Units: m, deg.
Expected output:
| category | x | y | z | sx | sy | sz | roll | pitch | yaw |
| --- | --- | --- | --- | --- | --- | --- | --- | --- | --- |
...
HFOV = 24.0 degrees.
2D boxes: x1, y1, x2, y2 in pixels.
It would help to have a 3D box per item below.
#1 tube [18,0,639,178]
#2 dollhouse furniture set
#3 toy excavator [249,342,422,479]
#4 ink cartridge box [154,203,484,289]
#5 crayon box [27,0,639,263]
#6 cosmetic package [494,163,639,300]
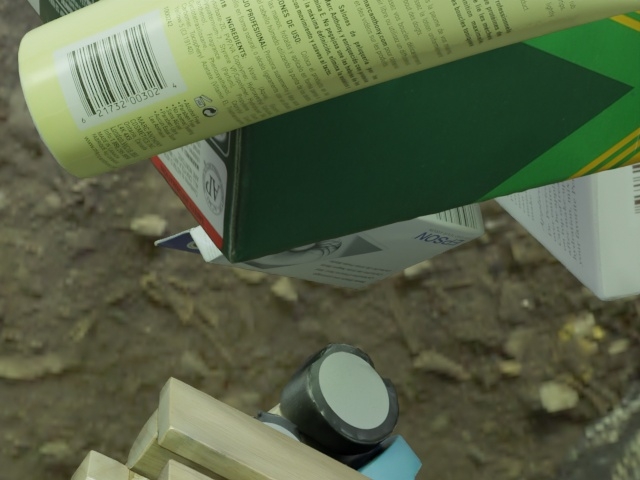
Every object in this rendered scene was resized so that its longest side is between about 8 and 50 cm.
| category | x | y | z | sx | sy | sz | roll | pitch | yaw |
| --- | --- | --- | --- | --- | --- | --- | --- | --- | --- |
| tube | 0.008 | -0.087 | 0.549 | 0.240 | 0.062 | 0.070 | -19 | 160 | 16 |
| dollhouse furniture set | -0.037 | 0.145 | 0.519 | 0.123 | 0.144 | 0.151 | 29 | 112 | -17 |
| toy excavator | 0.005 | 0.378 | 1.345 | 0.445 | 0.433 | 0.222 | 50 | 130 | 3 |
| ink cartridge box | 0.000 | 0.000 | 1.398 | 0.224 | 0.045 | 0.223 | -25 | 156 | 37 |
| crayon box | 0.021 | -0.153 | 0.805 | 0.313 | 0.363 | 0.106 | -13 | 128 | -24 |
| cosmetic package | 0.221 | -0.139 | 1.272 | 0.161 | 0.453 | 0.230 | -11 | 110 | -8 |
